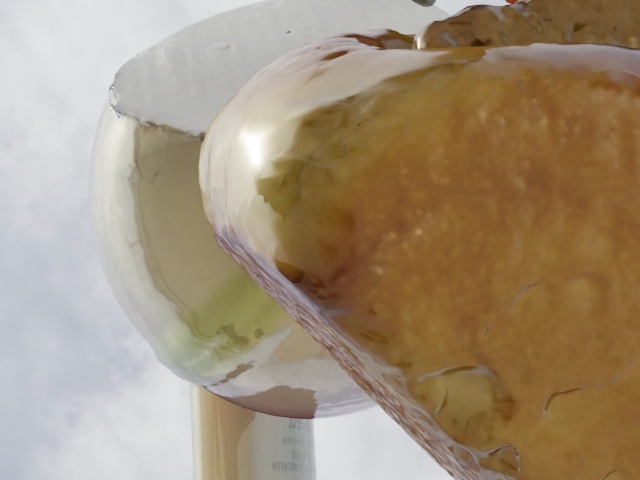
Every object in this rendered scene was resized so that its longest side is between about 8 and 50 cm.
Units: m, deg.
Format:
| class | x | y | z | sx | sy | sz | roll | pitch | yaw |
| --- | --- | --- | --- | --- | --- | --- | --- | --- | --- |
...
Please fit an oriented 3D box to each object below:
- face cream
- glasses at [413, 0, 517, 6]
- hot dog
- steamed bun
| class | x | y | z | sx | sy | sz | roll | pitch | yaw |
| --- | --- | --- | --- | --- | --- | --- | --- | --- | --- |
| face cream | -0.046 | 0.265 | 0.904 | 0.081 | 0.173 | 0.348 | -8 | -106 | 18 |
| glasses | 0.125 | -0.208 | 0.484 | 0.118 | 0.268 | 0.234 | -13 | -70 | -23 |
| hot dog | 0.149 | 0.041 | 0.505 | 0.223 | 0.185 | 0.405 | -45 | -77 | -9 |
| steamed bun | 0.000 | 0.000 | 0.784 | 0.309 | 0.309 | 0.309 | 1 | -86 | 9 |
